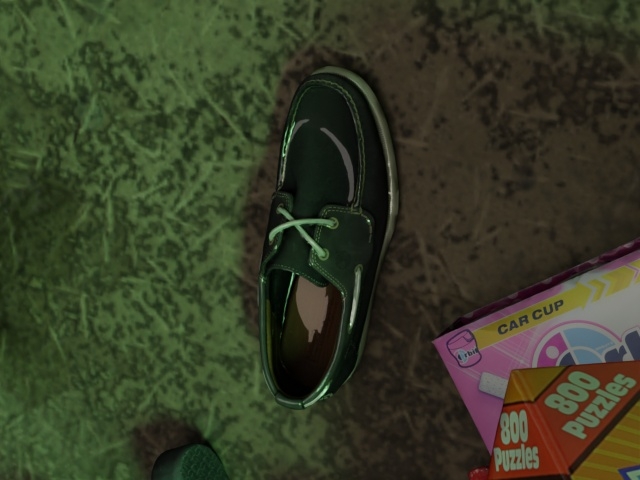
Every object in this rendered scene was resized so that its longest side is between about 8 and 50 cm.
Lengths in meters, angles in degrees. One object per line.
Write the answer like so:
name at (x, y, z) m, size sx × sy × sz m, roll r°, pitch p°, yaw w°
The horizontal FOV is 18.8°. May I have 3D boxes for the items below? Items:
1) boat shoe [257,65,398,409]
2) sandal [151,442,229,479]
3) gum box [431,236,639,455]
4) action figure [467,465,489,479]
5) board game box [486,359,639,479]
boat shoe at (0.000, 0.000, 1.313) m, size 0.084 × 0.079 × 0.233 m, roll 11°, pitch 105°, yaw 21°
sandal at (-0.072, 0.274, 1.405) m, size 0.054 × 0.097 × 0.254 m, roll -19°, pitch 85°, yaw 24°
gum box at (0.183, 0.070, 1.262) m, size 0.188 × 0.062 × 0.107 m, roll -25°, pitch 93°, yaw 25°
action figure at (0.105, 0.280, 1.236) m, size 0.091 × 0.139 × 0.280 m, roll -24°, pitch 64°, yaw 16°
board game box at (0.280, 0.292, 0.889) m, size 0.356 × 0.356 × 0.356 m, roll -3°, pitch 126°, yaw -13°
